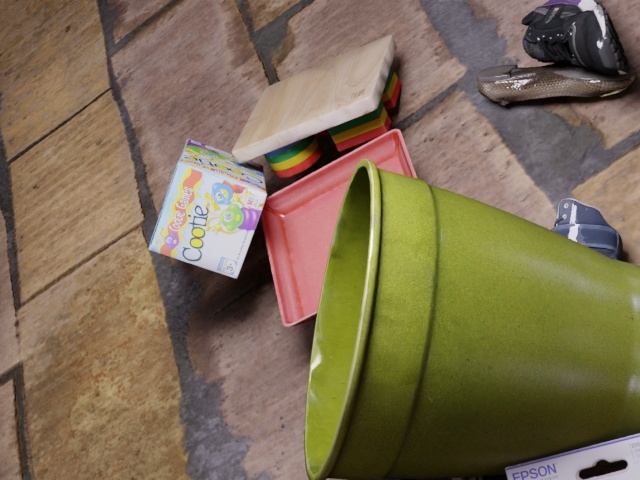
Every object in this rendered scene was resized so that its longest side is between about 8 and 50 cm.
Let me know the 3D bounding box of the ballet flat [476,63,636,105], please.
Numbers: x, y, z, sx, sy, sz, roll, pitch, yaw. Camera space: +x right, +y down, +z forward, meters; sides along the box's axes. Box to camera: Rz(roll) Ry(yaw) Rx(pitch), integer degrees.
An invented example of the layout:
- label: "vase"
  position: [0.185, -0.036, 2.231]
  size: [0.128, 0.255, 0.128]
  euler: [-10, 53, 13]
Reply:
- label: "ballet flat"
  position: [0.356, -0.236, 1.627]
  size: [0.250, 0.058, 0.084]
  euler: [2, 28, 31]

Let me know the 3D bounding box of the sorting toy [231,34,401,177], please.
- label: "sorting toy"
  position: [0.008, -0.212, 1.785]
  size: [0.255, 0.089, 0.257]
  euler: [-19, 27, 23]

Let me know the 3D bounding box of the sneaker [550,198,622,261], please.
- label: "sneaker"
  position: [0.294, 0.030, 1.438]
  size: [0.226, 0.086, 0.163]
  euler: [-3, 68, 23]

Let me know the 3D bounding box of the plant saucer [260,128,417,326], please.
- label: "plant saucer"
  position: [0.044, -0.013, 1.605]
  size: [0.259, 0.048, 0.258]
  euler: [-27, 47, 14]

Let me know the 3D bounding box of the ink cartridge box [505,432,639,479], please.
- label: "ink cartridge box"
  position: [0.318, 0.316, 1.135]
  size: [0.206, 0.045, 0.208]
  euler: [-14, 82, 1]

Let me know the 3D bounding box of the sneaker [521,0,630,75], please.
- label: "sneaker"
  position: [0.367, -0.288, 1.575]
  size: [0.124, 0.107, 0.283]
  euler: [-24, 22, 13]

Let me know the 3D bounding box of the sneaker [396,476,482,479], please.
- label: "sneaker"
  position: [0.152, 0.263, 1.353]
  size: [0.112, 0.131, 0.296]
  euler: [-22, 47, 25]

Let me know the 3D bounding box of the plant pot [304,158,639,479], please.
- label: "plant pot"
  position: [0.188, 0.119, 1.224]
  size: [0.353, 0.366, 0.366]
  euler: [10, 57, -6]

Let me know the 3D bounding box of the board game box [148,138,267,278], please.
- label: "board game box"
  position: [-0.175, -0.057, 1.705]
  size: [0.275, 0.142, 0.144]
  euler: [-107, 36, -76]
